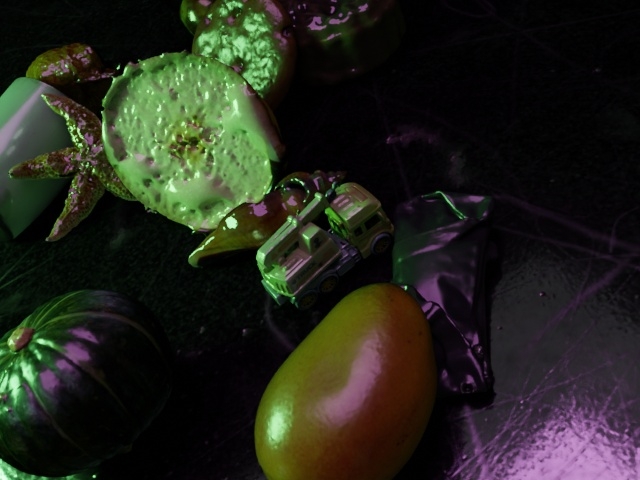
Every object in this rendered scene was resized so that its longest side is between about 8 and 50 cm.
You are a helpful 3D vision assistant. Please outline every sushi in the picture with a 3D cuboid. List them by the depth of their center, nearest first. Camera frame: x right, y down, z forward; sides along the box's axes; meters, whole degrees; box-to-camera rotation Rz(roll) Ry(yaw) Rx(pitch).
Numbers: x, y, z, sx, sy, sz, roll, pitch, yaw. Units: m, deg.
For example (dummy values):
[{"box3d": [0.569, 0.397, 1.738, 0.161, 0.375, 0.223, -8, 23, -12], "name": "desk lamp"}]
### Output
[{"box3d": [-0.434, -0.270, 1.228, 0.140, 0.149, 0.287, -26, 16, -23], "name": "sushi"}]

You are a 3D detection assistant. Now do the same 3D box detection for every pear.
[{"box3d": [-0.152, -0.155, 0.973, 0.267, 0.266, 0.178, -5, 23, 20], "name": "pear"}]

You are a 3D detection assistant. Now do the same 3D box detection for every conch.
[{"box3d": [-0.064, -0.020, 0.876, 0.233, 0.086, 0.080, -35, 67, -1], "name": "conch"}]

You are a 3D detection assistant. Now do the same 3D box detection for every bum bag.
[{"box3d": [0.127, 0.049, 0.743, 0.123, 0.060, 0.248, -2, 52, 17], "name": "bum bag"}]

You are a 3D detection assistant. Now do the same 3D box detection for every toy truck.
[{"box3d": [0.000, 0.000, 0.814, 0.169, 0.100, 0.077, -36, 48, -9], "name": "toy truck"}]

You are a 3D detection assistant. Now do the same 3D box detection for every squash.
[{"box3d": [-0.263, 0.152, 0.744, 0.218, 0.172, 0.218, -16, 49, 19], "name": "squash"}]

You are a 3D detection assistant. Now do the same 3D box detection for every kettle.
[{"box3d": [-0.502, -0.116, 1.112, 0.221, 0.161, 0.236, -4, 51, 46], "name": "kettle"}]

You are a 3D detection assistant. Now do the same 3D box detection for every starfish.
[{"box3d": [-0.340, -0.124, 1.031, 0.236, 0.062, 0.277, 35, 78, -4], "name": "starfish"}]

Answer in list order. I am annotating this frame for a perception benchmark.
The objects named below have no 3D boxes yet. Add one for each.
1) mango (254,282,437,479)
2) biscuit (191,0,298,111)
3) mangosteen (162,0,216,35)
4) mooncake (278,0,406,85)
[{"box3d": [0.031, 0.144, 0.646, 0.152, 0.120, 0.221, 33, 81, 39], "name": "mango"}, {"box3d": [-0.126, -0.285, 1.077, 0.212, 0.212, 0.036, 12, 13, 32], "name": "biscuit"}, {"box3d": [-0.165, -0.517, 1.211, 0.330, 0.330, 0.330, -12, 47, 13], "name": "mangosteen"}, {"box3d": [0.022, -0.360, 1.111, 0.228, 0.124, 0.228, -11, 48, 13], "name": "mooncake"}]
